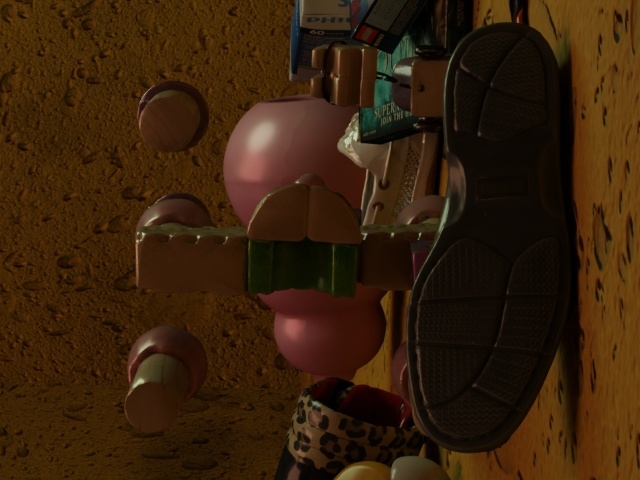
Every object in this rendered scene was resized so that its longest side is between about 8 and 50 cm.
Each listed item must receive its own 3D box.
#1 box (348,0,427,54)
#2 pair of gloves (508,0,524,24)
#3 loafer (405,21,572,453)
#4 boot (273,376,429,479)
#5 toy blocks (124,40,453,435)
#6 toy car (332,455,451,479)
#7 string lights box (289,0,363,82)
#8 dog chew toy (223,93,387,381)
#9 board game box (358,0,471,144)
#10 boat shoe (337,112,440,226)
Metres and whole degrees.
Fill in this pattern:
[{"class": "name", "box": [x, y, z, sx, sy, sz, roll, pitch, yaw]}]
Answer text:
[{"class": "box", "box": [0.077, -0.298, 1.538, 0.159, 0.044, 0.233, -57, 23, 36]}, {"class": "pair of gloves", "box": [0.140, -0.187, 1.195, 0.083, 0.010, 0.074, 92, 177, -54]}, {"class": "loafer", "box": [0.113, 0.003, 1.055, 0.084, 0.096, 0.267, 46, -130, -67]}, {"class": "boot", "box": [0.025, 0.285, 1.701, 0.377, 0.138, 0.284, 7, -77, -65]}, {"class": "toy blocks", "box": [-0.010, -0.017, 1.391, 0.260, 0.288, 0.309, -84, -4, -78]}, {"class": "toy car", "box": [0.055, 0.284, 1.471, 0.136, 0.159, 0.182, 48, -151, -39]}, {"class": "string lights box", "box": [0.038, -0.238, 1.885, 0.259, 0.133, 0.077, 112, 160, -79]}, {"class": "dog chew toy", "box": [0.000, 0.000, 1.976, 0.206, 0.206, 0.332, -111, 16, -81]}, {"class": "board game box", "box": [0.082, -0.159, 1.543, 0.186, 0.026, 0.126, 169, 103, -68]}, {"class": "boat shoe", "box": [0.065, -0.092, 1.672, 0.098, 0.096, 0.277, -93, 7, -79]}]
